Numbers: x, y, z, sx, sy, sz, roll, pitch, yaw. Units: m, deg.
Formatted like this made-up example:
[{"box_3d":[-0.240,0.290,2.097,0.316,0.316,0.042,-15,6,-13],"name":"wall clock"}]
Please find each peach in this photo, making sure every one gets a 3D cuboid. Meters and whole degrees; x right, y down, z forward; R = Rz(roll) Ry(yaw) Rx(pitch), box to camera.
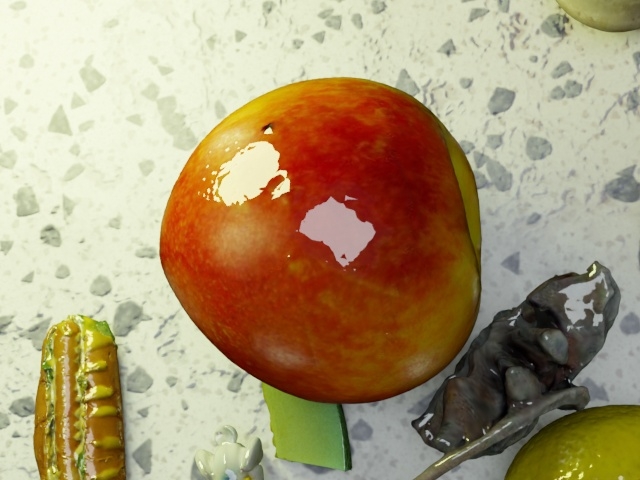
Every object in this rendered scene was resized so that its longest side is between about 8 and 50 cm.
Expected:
[{"box_3d":[0.000,0.000,1.380,0.388,0.388,0.388,-1,81,6],"name":"peach"}]

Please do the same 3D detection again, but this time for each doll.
[{"box_3d":[-0.074,0.413,1.453,0.188,0.099,0.384,-14,83,4],"name":"doll"}]

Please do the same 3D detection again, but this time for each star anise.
[{"box_3d":[0.216,0.170,1.373,0.139,0.316,0.359,46,114,6],"name":"star anise"}]

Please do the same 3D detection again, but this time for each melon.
[{"box_3d":[-0.036,0.179,1.517,0.114,0.053,0.262,-27,74,20],"name":"melon"}]

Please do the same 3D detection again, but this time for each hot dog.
[{"box_3d":[-0.307,0.227,1.517,0.115,0.072,0.269,-10,80,12],"name":"hot dog"}]

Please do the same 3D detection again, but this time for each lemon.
[{"box_3d":[0.333,0.307,1.345,0.267,0.267,0.267,-1,81,6],"name":"lemon"}]

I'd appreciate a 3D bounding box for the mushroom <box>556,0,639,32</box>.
[{"box_3d":[0.371,-0.365,1.474,0.204,0.204,0.204,-1,81,6],"name":"mushroom"}]
